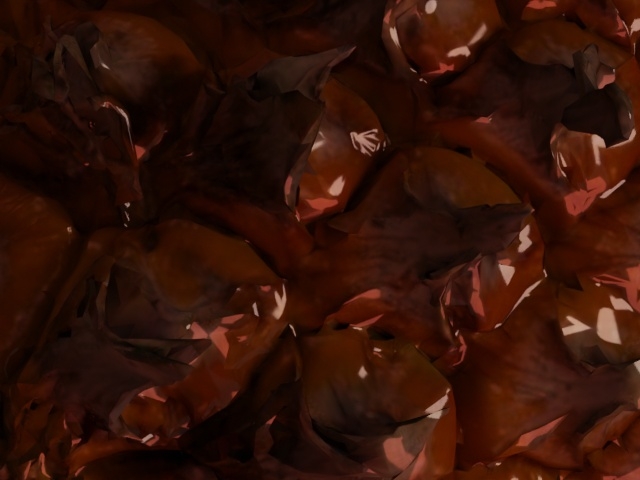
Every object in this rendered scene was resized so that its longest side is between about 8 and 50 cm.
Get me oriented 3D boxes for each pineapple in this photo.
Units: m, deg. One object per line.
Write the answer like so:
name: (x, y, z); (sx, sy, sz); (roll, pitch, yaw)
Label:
pineapple: (0.001, 0.003, 0.606); (0.300, 0.352, 0.352); (-24, 151, -20)
